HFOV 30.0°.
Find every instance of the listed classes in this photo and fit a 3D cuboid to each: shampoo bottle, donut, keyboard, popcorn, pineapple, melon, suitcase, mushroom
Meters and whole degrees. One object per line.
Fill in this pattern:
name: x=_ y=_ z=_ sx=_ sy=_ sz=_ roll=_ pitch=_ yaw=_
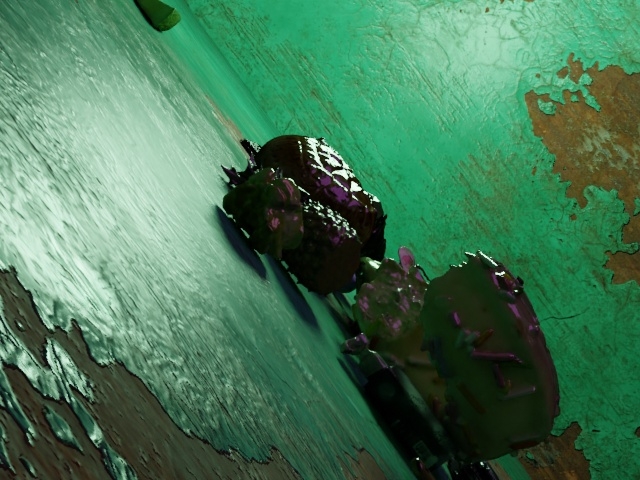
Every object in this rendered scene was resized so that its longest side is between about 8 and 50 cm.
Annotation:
shampoo bottle: x=0.102 y=0.215 z=1.607 sx=0.207 sy=0.057 sz=0.063 roll=53 pitch=15 yaw=12
donut: x=0.186 y=0.168 z=1.664 sx=0.307 sy=0.150 sz=0.371 roll=63 pitch=-19 yaw=-8
keyboard: x=-0.121 y=-0.176 z=2.465 sx=0.072 sy=0.023 sz=0.231 roll=52 pitch=4 yaw=4
popcorn: x=-0.071 y=-0.032 z=1.554 sx=0.097 sy=0.089 sz=0.109 roll=-1 pitch=-56 yaw=51
pineapple: x=-0.046 y=-0.031 z=1.741 sx=0.251 sy=0.125 sz=0.125 roll=45 pitch=-1 yaw=31
melon: x=-0.337 y=-0.465 z=2.410 sx=0.114 sy=0.053 sz=0.262 roll=34 pitch=5 yaw=-11
suitcase: x=0.247 y=0.373 z=1.877 sx=0.086 sy=0.059 sz=0.126 roll=55 pitch=4 yaw=-10
mushroom: x=-0.011 y=-0.074 z=2.009 sx=0.253 sy=0.153 sz=0.253 roll=48 pitch=10 yaw=-11

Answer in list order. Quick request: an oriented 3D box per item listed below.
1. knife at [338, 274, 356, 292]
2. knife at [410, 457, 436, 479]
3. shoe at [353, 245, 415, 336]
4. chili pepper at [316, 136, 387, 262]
knife: x=0.000 y=0.000 z=2.120 sx=0.222 sy=0.064 sz=0.031 roll=58 pitch=-12 yaw=22
knife: x=0.182 y=0.368 z=1.538 sx=0.298 sy=0.017 sz=0.047 roll=55 pitch=5 yaw=-41
shoe: x=0.108 y=0.090 z=2.001 sx=0.262 sy=0.128 sz=0.140 roll=77 pitch=0 yaw=-80
chili pepper: x=0.024 y=-0.053 z=2.206 sx=0.264 sy=0.148 sz=0.116 roll=58 pitch=-13 yaw=-3
